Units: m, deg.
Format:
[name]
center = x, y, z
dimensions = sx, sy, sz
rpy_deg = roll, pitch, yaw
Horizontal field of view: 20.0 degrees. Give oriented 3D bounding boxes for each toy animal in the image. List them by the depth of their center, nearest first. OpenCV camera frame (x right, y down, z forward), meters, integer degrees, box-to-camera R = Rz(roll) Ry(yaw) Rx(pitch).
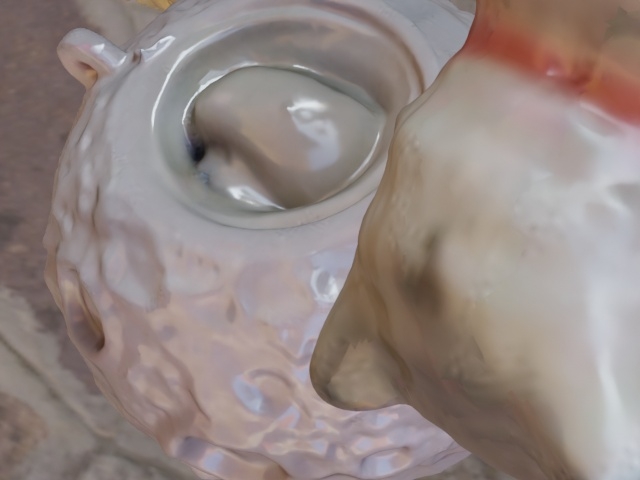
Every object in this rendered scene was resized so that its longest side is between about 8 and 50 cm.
[toy animal]
center = 0.118, -0.035, 0.416
dimensions = 0.188, 0.308, 0.266
rpy_deg = -33, 124, -24

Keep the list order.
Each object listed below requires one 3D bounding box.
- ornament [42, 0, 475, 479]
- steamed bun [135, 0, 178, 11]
[ornament]
center = 0.000, 0.000, 1.136
dimensions = 0.337, 0.337, 0.337
rpy_deg = -1, 92, -27
[steamed bun]
center = -0.060, -0.281, 1.423
dimensions = 0.230, 0.372, 0.324
rpy_deg = -11, 109, -28
